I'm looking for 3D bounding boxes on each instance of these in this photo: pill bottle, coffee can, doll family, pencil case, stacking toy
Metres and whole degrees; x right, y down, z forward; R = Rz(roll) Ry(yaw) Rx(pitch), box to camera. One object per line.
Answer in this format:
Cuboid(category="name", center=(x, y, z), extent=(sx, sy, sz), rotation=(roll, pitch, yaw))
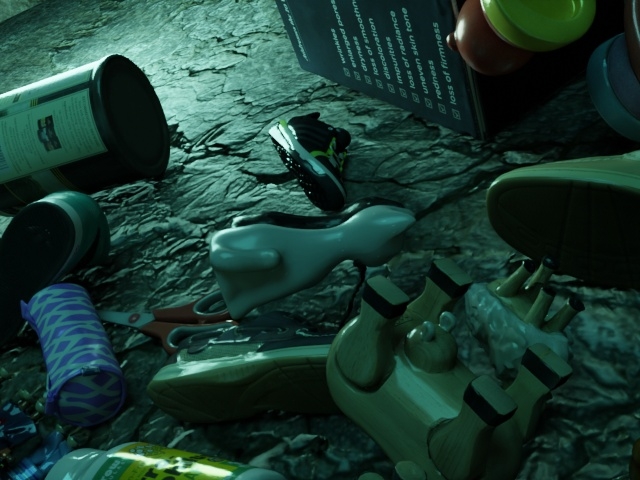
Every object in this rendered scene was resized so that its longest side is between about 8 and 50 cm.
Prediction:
Cuboid(category="pill bottle", center=(-0.132, 0.233, 0.591), extent=(0.208, 0.117, 0.117), rotation=(1, 44, 31))
Cuboid(category="coffee can", center=(-0.417, -0.167, 1.162), extent=(0.275, 0.201, 0.201), rotation=(-14, 39, 15))
Cuboid(category="doll family", center=(-0.350, 0.220, 0.770), extent=(0.193, 0.076, 0.111), rotation=(21, 52, 40))
Cuboid(category="pencil case", center=(-0.290, 0.130, 0.828), extent=(0.088, 0.086, 0.206), rotation=(-10, 30, -25))
Cuboid(category="stacking toy", center=(0.310, -0.264, 0.797), extent=(0.130, 0.309, 0.279), rotation=(138, 153, -66))

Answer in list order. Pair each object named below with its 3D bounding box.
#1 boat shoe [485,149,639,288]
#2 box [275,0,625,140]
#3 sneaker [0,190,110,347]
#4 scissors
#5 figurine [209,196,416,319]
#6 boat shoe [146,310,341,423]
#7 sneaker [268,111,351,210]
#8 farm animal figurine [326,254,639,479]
Cuboid(category="boat shoe", center=(0.329, -0.029, 0.653), extent=(0.341, 0.121, 0.110), rotation=(9, 43, 23))
Cuboid(category="box", center=(0.119, -0.458, 0.978), extent=(0.297, 0.479, 0.472), rotation=(-36, 39, -16))
Cuboid(category="sneaker", center=(-0.398, 0.034, 0.982), extent=(0.295, 0.124, 0.178), rotation=(-41, 5, 19))
Cuboid(category="scissors", center=(-0.220, 0.106, 0.873), extent=(0.297, 0.021, 0.109), rotation=(-7, 41, 22))
Cuboid(category="figurine", center=(0.000, 0.000, 0.769), extent=(0.210, 0.092, 0.215), rotation=(-16, 7, 2))
Cuboid(category="boat shoe", center=(-0.039, 0.114, 0.696), extent=(0.285, 0.103, 0.092), rotation=(-14, 43, 25))
Cuboid(category="sneaker", center=(0.000, -0.127, 0.975), extent=(0.097, 0.084, 0.234), rotation=(-28, 37, -5))
Cuboid(category="farm animal figurine", center=(0.088, 0.160, 0.477), extent=(0.330, 0.172, 0.326), rotation=(1, 39, -27))
